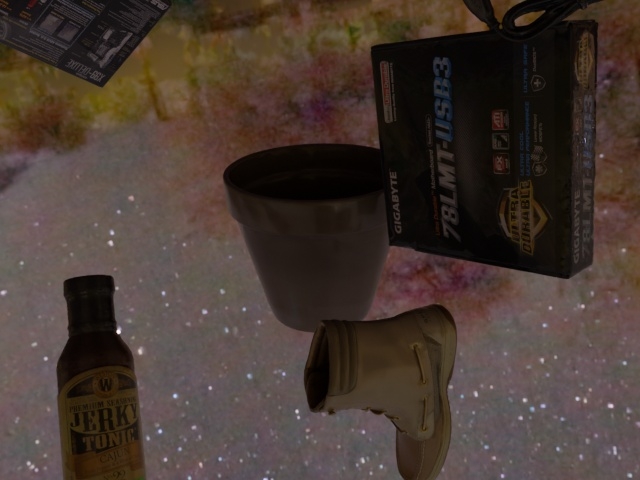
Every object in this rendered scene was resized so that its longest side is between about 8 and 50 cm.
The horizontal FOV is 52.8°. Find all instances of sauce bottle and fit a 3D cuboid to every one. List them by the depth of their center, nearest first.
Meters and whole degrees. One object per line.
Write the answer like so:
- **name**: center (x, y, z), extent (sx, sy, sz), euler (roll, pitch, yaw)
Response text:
- **sauce bottle**: center (-0.311, 0.221, 0.897), extent (0.111, 0.344, 0.111), euler (-10, 170, -2)

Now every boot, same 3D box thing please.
- **boot**: center (0.076, 0.221, 0.867), extent (0.203, 0.262, 0.095), euler (-3, -164, -26)

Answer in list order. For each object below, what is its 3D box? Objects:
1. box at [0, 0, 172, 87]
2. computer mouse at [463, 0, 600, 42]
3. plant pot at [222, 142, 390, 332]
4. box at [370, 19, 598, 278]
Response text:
- **box**: center (-0.472, -0.448, 1.226), extent (0.242, 0.076, 0.307), euler (-43, 154, 18)
- **computer mouse**: center (0.203, -0.337, 0.655), extent (0.184, 0.262, 0.060), euler (-30, -173, 18)
- **plant pot**: center (0.000, 0.000, 1.166), extent (0.323, 0.280, 0.323), euler (-3, -155, 1)
- **box**: center (0.203, -0.119, 0.839), extent (0.073, 0.296, 0.293), euler (-20, -159, -40)
